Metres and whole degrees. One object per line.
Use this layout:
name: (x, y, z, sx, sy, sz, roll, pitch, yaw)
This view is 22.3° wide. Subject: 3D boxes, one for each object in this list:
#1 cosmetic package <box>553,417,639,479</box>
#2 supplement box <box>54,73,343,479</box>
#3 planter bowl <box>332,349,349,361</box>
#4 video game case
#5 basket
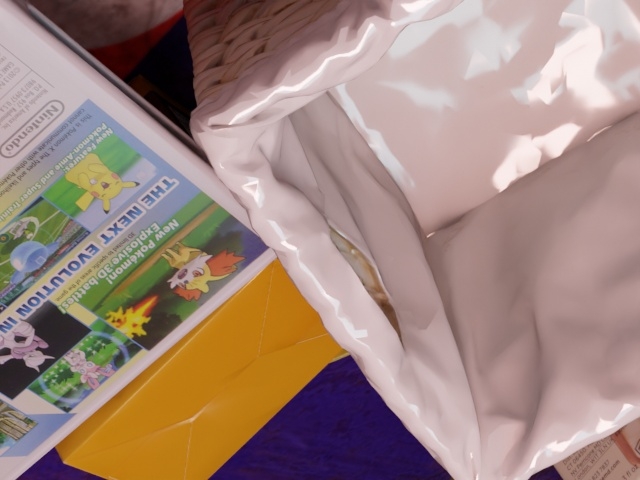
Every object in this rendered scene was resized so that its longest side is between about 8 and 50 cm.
cosmetic package: (0.234, 0.086, 1.383, 0.153, 0.296, 0.129, 1, 134, -43)
supplement box: (-0.109, 0.034, 1.094, 0.191, 0.194, 0.129, -44, 143, 9)
planter bowl: (0.000, 0.000, 1.258, 0.217, 0.090, 0.217, -23, 147, -16)
video game case: (-0.229, 0.020, 0.908, 0.329, 0.036, 0.300, -40, 129, 12)
basket: (0.128, -0.092, 0.971, 0.331, 0.266, 0.328, -31, 123, 10)
